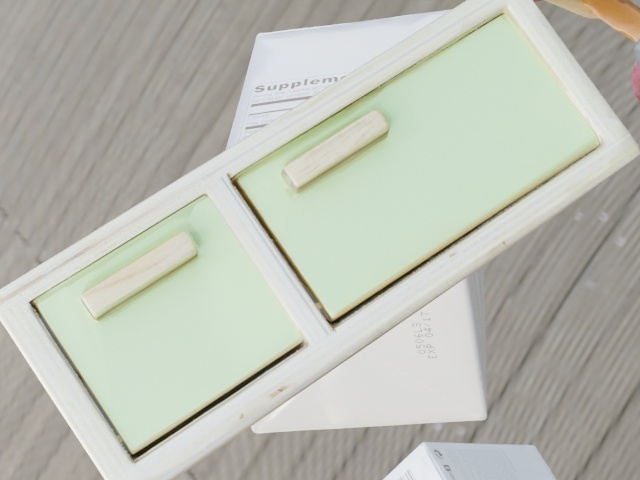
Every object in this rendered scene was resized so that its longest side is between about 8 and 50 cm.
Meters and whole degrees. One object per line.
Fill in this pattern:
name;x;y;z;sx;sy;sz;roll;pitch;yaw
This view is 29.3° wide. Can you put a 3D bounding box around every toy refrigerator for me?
toy refrigerator;0.000;0.000;0.543;0.269;0.102;0.094;-33;-6;-14

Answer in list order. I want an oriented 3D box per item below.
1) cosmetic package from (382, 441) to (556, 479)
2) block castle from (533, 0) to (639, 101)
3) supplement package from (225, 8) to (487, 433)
cosmetic package;0.165;0.294;1.383;0.117;0.231;0.085;-48;53;26
block castle;0.331;-0.341;0.966;0.303;0.212;0.453;46;116;38
supplement package;0.031;-0.022;0.931;0.175;0.178;0.293;-5;37;11
